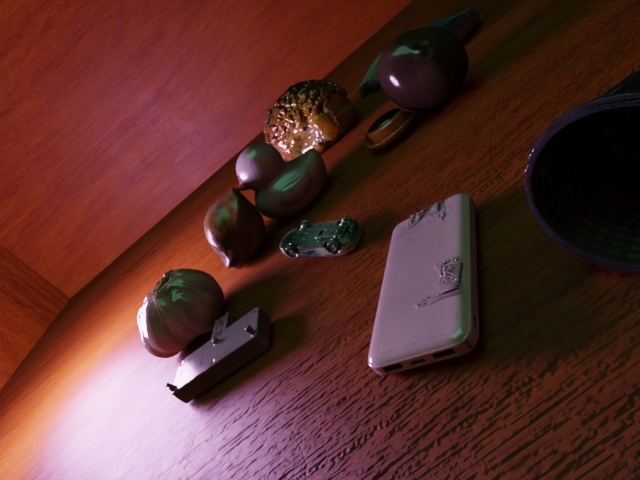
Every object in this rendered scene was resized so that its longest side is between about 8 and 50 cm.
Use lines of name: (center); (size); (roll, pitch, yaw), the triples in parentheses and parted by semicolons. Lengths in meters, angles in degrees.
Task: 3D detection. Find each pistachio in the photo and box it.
pistachio: (-0.241, -0.041, 1.163); (0.260, 0.162, 0.213); (-152, 69, -66)

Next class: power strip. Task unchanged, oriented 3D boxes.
power strip: (-0.190, 0.197, 0.809); (0.215, 0.061, 0.145); (-36, 24, 13)

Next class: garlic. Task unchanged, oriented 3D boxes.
garlic: (-0.335, 0.159, 0.994); (0.227, 0.152, 0.228); (-30, 32, 21)

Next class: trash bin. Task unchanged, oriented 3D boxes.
trash bin: (0.310, -0.085, 0.398); (0.161, 0.176, 0.175); (-44, 21, -30)

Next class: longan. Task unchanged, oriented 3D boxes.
longan: (0.251, -0.415, 1.030); (0.220, 0.197, 0.197); (4, 48, 38)

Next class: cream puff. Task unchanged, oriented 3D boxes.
cream puff: (-0.050, -0.437, 1.500); (0.327, 0.231, 0.343); (-45, 23, -16)

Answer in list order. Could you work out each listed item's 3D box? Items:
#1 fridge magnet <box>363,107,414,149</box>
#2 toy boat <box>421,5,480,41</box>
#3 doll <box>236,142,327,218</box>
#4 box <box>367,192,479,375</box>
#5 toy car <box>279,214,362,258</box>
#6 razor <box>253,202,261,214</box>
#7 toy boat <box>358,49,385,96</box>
fridge magnet: (0.175, -0.289, 1.088); (0.143, 0.063, 0.143); (-37, 20, 16)
toy boat: (0.368, -0.628, 1.363); (0.330, 0.123, 0.215); (-40, 28, -24)
doll: (-0.115, -0.185, 1.165); (0.250, 0.221, 0.221); (-27, 24, 5)
box: (0.143, 0.045, 0.573); (0.142, 0.044, 0.285); (-28, 27, 35)
toy car: (0.000, 0.000, 0.861); (0.186, 0.058, 0.093); (-6, 39, 36)
razor: (-0.252, -0.074, 1.427); (0.135, 0.040, 0.068); (-27, 26, 42)
toy boat: (0.233, -0.648, 1.646); (0.208, 0.078, 0.134); (-61, 20, -16)
